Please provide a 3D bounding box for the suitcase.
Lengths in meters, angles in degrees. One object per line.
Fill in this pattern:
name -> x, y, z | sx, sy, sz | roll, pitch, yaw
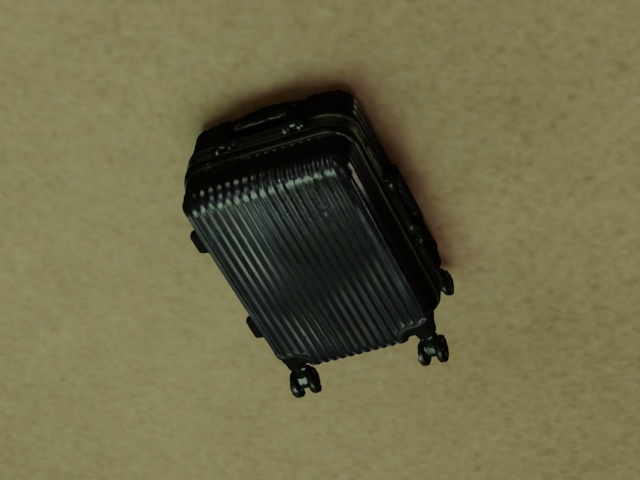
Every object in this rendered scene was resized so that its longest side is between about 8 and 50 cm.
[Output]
suitcase -> 0.000, 0.000, 0.840 | 0.086, 0.059, 0.126 | -16, 128, 20
